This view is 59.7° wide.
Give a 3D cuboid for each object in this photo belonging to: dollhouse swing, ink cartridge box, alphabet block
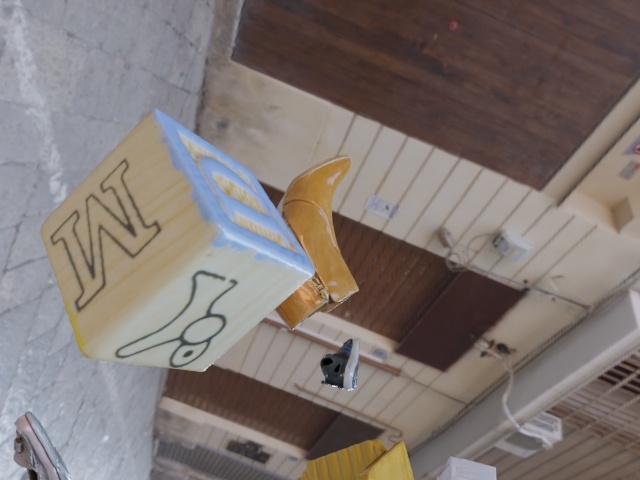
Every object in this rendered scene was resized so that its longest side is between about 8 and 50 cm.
[{"bbox_3d":[-0.037,0.552,0.992,0.347,0.304,0.315,-39,-127,41],"label":"dollhouse swing"},{"bbox_3d":[0.503,0.906,1.933,0.171,0.168,0.233,102,1,-48],"label":"ink cartridge box"},{"bbox_3d":[-0.160,0.011,0.636,0.197,0.193,0.192,-41,147,11],"label":"alphabet block"}]

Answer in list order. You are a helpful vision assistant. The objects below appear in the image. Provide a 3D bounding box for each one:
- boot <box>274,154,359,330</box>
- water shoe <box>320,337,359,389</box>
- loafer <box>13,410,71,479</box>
[{"bbox_3d":[0.000,0.000,0.943,0.295,0.211,0.104,-38,174,-27],"label":"boot"},{"bbox_3d":[0.041,0.254,1.190,0.203,0.080,0.073,-52,148,-83],"label":"water shoe"},{"bbox_3d":[-0.288,0.221,0.563,0.039,0.045,0.125,-27,141,-28],"label":"loafer"}]
